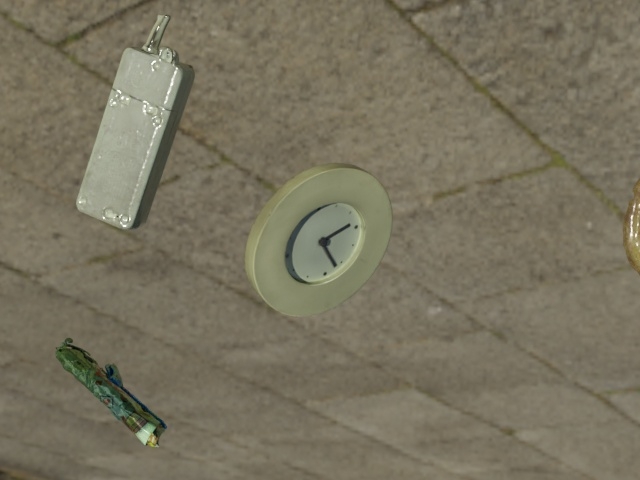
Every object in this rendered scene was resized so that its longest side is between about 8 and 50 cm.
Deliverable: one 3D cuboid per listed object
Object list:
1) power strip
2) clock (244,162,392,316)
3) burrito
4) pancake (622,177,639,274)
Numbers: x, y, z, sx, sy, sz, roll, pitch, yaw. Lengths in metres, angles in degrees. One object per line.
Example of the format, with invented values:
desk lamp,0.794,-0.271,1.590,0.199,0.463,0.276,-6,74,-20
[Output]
power strip,-0.239,-0.159,1.429,0.093,0.288,0.053,23,-169,13
clock,0.000,0.000,1.514,0.235,0.235,0.029,36,-177,-44
burrito,-0.407,0.299,2.134,0.288,0.054,0.104,39,-168,10
pancake,0.491,-0.023,1.455,0.021,0.199,0.199,3,162,-39
